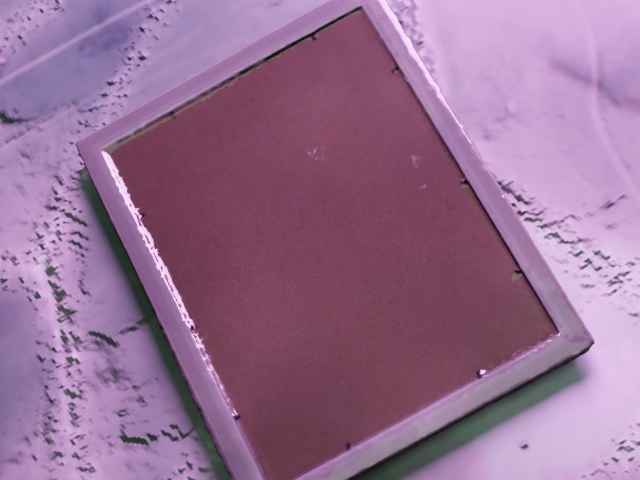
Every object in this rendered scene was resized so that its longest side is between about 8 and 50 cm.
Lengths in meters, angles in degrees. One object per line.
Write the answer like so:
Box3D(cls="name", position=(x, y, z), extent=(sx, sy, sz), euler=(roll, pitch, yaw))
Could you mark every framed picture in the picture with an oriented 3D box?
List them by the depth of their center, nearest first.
Box3D(cls="framed picture", position=(0.000, 0.000, 0.825), extent=(0.217, 0.017, 0.274), euler=(-27, 67, 2))
